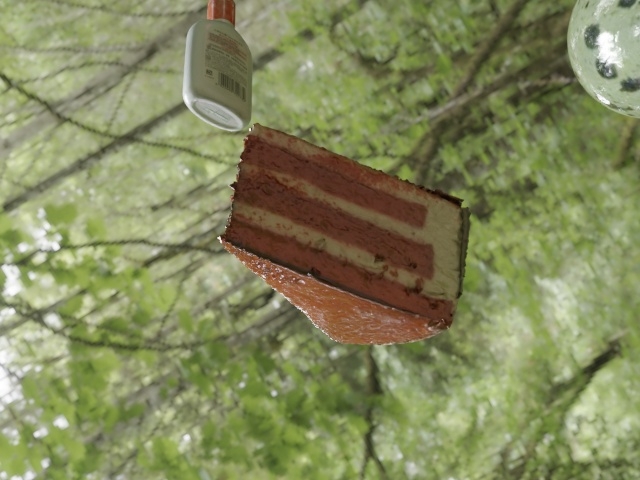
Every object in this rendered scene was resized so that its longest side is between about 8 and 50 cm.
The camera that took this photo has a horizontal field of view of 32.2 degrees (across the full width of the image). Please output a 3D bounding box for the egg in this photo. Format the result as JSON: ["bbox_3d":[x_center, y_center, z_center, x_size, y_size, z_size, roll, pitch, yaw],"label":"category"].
[{"bbox_3d":[0.569,-0.346,1.808,0.288,0.287,0.379,58,161,-11],"label":"egg"}]

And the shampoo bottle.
[{"bbox_3d":[-0.141,-0.256,1.552,0.108,0.051,0.221,25,-135,-31],"label":"shampoo bottle"}]

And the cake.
[{"bbox_3d":[0.000,0.000,1.140,0.262,0.159,0.158,21,-117,-21],"label":"cake"}]
